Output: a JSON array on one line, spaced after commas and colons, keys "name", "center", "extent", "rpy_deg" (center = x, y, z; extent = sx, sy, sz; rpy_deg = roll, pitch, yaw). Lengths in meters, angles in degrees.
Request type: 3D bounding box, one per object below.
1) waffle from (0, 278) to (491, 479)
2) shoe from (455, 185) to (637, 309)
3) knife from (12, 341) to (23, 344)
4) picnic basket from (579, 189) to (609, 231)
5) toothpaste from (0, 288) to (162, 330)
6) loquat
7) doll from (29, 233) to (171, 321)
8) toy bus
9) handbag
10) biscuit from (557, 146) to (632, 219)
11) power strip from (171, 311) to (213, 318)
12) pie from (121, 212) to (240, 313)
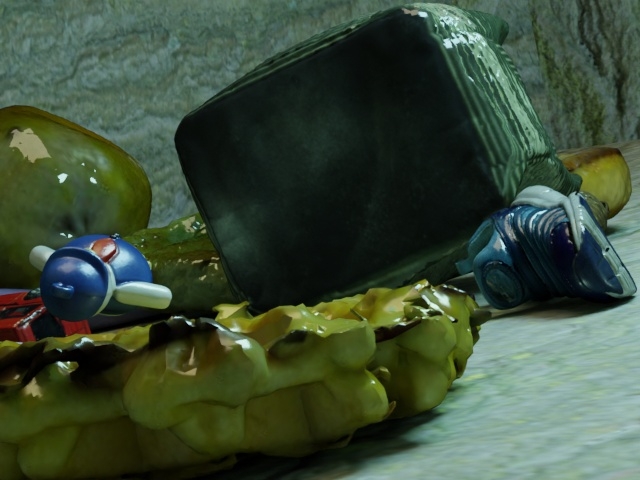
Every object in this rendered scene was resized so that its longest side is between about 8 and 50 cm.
[{"name": "waffle", "center": [-0.086, 0.082, 1.094], "extent": [0.379, 0.095, 0.382], "rpy_deg": [-10, 1, 8]}, {"name": "shoe", "center": [0.174, 0.018, 1.441], "extent": [0.106, 0.091, 0.207], "rpy_deg": [-34, 12, -9]}, {"name": "knife", "center": [-0.351, 0.128, 1.328], "extent": [0.335, 0.043, 0.081], "rpy_deg": [-11, 45, 8]}, {"name": "picnic basket", "center": [0.246, -0.020, 1.783], "extent": [0.072, 0.072, 0.083], "rpy_deg": [-10, 16, 15]}, {"name": "toothpaste", "center": [-0.323, 0.080, 2.004], "extent": [0.371, 0.080, 0.125], "rpy_deg": [-5, 1, -17]}, {"name": "loquat", "center": [-0.329, -0.019, 2.162], "extent": [0.276, 0.276, 0.284], "rpy_deg": [-13, 15, -21]}, {"name": "doll", "center": [-0.147, 0.025, 1.178], "extent": [0.098, 0.058, 0.143], "rpy_deg": [18, 8, 9]}, {"name": "toy bus", "center": [-0.293, 0.095, 1.634], "extent": [0.195, 0.081, 0.089], "rpy_deg": [-7, 15, 39]}, {"name": "handbag", "center": [0.065, -0.073, 1.701], "extent": [0.340, 0.247, 0.240], "rpy_deg": [-26, -5, 31]}, {"name": "biscuit", "center": [0.230, -0.039, 1.974], "extent": [0.213, 0.091, 0.274], "rpy_deg": [-13, 1, 18]}, {"name": "power strip", "center": [-0.111, 0.065, 1.963], "extent": [0.051, 0.019, 0.136], "rpy_deg": [-5, 7, 38]}, {"name": "pie", "center": [-0.087, 0.018, 1.919], "extent": [0.277, 0.079, 0.277], "rpy_deg": [-7, 10, 1]}]
